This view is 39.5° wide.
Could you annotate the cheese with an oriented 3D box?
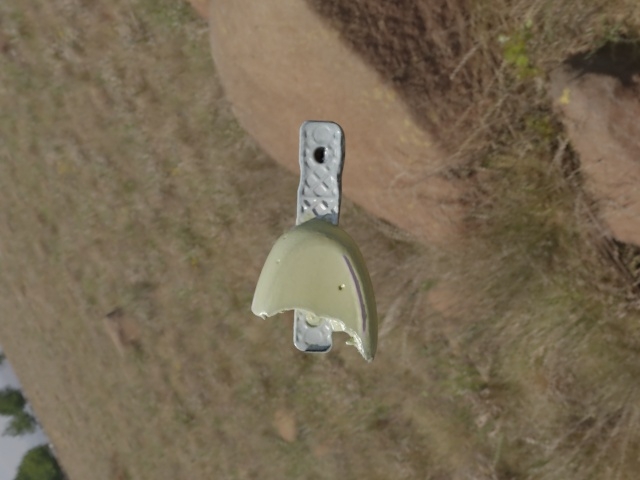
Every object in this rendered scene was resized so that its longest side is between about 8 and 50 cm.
[{"bbox_3d":[0.000,0.000,0.878,0.050,0.127,0.235,-111,25,-84],"label":"cheese"}]
